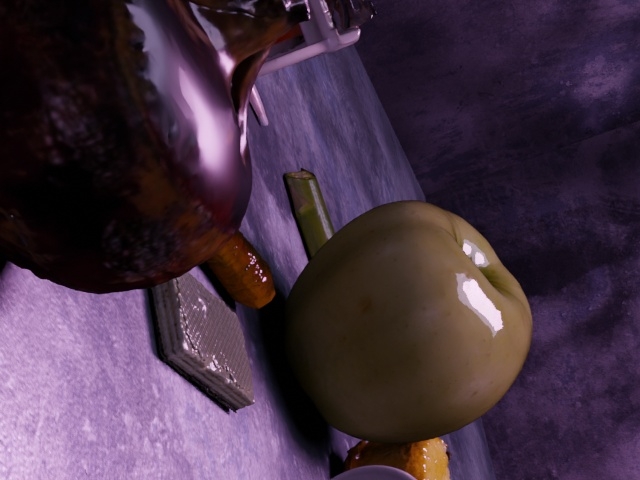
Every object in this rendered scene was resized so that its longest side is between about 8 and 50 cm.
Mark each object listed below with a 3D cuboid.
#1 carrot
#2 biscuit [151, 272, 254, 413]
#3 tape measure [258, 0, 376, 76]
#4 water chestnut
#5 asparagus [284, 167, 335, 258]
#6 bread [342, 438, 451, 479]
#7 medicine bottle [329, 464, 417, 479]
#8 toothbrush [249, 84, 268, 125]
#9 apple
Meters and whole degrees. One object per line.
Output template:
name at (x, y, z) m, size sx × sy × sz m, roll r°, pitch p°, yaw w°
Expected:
carrot at (-0.140, -0.015, 1.454) m, size 0.314 × 0.066 × 0.066 m, roll 53°, pitch 20°, yaw -48°
biscuit at (-0.128, 0.105, 1.341) m, size 0.199 × 0.041 × 0.121 m, roll 51°, pitch 21°, yaw -59°
tape measure at (-0.061, -0.324, 1.825) m, size 0.258 × 0.265 × 0.130 m, roll -108°, pitch 178°, yaw -79°
water chestnut at (-0.155, -0.139, 0.931) m, size 0.350 × 0.302 × 0.350 m, roll -15°, pitch 90°, yaw -80°
asparagus at (0.002, -0.001, 2.116) m, size 0.067 × 0.060 × 0.277 m, roll -2°, pitch 72°, yaw -68°
bread at (0.117, 0.401, 1.742) m, size 0.147 × 0.160 × 0.260 m, roll 36°, pitch 41°, yaw -61°
medicine bottle at (0.106, 0.434, 1.470) m, size 0.208 × 0.208 × 0.339 m, roll -98°, pitch 164°, yaw -47°
toothbrush at (-0.146, -0.326, 2.027) m, size 0.025 × 0.030 × 0.307 m, roll -104°, pitch 171°, yaw -64°
apple at (0.119, 0.125, 1.728) m, size 0.357 × 0.357 × 0.357 m, roll -19°, pitch 90°, yaw -79°
